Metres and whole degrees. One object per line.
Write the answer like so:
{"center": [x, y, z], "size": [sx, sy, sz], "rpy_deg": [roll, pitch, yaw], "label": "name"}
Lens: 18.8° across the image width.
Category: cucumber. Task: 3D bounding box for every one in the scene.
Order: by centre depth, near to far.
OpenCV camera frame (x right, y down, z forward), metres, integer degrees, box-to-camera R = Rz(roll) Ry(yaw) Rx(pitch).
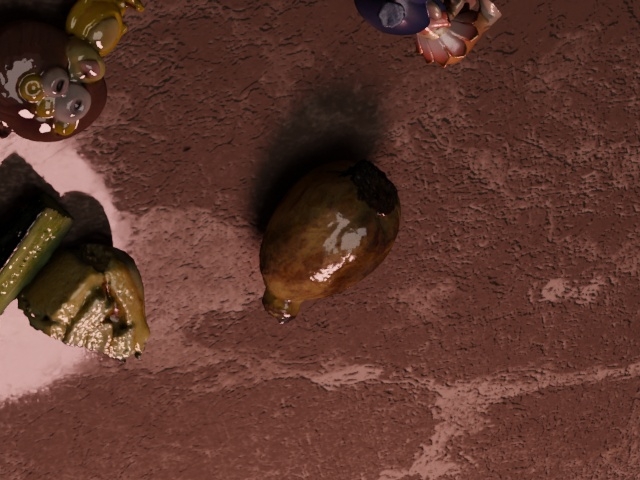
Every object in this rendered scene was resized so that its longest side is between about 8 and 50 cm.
{"center": [-0.349, 0.033, 2.027], "size": [0.211, 0.062, 0.078], "rpy_deg": [-52, 157, 8], "label": "cucumber"}

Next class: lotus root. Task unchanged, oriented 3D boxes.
{"center": [0.000, 0.000, 2.157], "size": [0.138, 0.138, 0.214], "rpy_deg": [25, 112, -43], "label": "lotus root"}

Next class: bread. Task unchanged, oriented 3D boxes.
{"center": [-0.238, 0.056, 2.088], "size": [0.156, 0.103, 0.110], "rpy_deg": [18, 105, -46], "label": "bread"}

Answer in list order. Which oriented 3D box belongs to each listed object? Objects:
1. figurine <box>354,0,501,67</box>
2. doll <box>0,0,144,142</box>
{"center": [0.102, -0.246, 2.011], "size": [0.195, 0.111, 0.102], "rpy_deg": [33, 86, -44], "label": "figurine"}
{"center": [-0.255, -0.178, 1.868], "size": [0.145, 0.096, 0.188], "rpy_deg": [12, 111, -47], "label": "doll"}
